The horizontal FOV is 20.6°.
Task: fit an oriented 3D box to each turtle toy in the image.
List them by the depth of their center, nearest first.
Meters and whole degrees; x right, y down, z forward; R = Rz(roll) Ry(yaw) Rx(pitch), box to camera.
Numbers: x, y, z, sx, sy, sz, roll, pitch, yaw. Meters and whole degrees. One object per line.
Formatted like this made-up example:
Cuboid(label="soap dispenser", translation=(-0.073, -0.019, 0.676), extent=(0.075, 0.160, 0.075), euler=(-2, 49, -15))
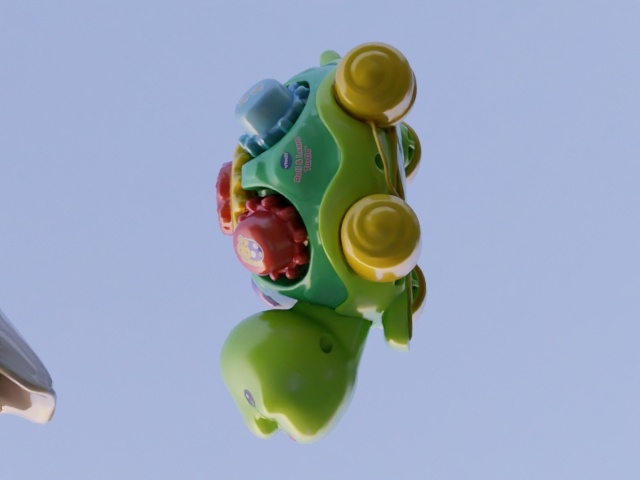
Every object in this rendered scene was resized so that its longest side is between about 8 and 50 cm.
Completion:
Cuboid(label="turtle toy", translation=(0.000, 0.000, 0.562), extent=(0.066, 0.095, 0.130), euler=(-2, -106, 4))

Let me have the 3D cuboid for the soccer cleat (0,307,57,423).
Cuboid(label="soccer cleat", translation=(-0.138, 0.068, 0.346), extent=(0.076, 0.068, 0.196), euler=(36, -117, 18))
